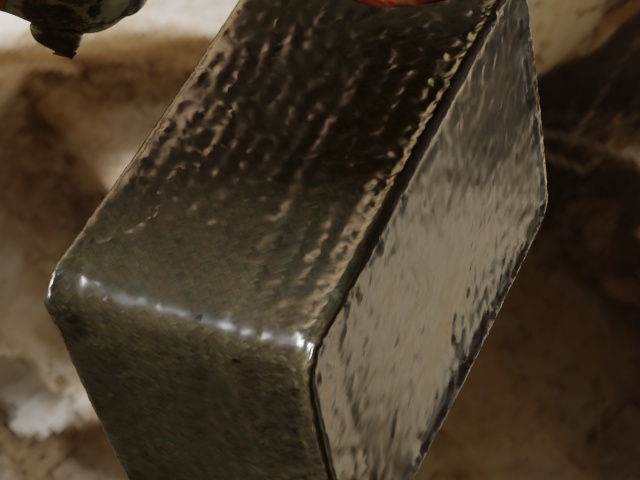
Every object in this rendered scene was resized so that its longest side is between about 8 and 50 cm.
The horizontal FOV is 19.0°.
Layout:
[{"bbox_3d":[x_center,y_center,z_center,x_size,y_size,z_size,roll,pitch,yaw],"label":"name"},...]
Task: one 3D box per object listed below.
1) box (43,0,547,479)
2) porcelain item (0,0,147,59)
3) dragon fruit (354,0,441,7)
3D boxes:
[{"bbox_3d":[0.002,0.000,0.980,0.143,0.273,0.184,14,144,24],"label":"box"},{"bbox_3d":[-0.285,-0.280,1.681,0.288,0.186,0.138,9,155,-10],"label":"porcelain item"},{"bbox_3d":[0.053,-0.295,0.756,0.249,0.386,0.371,34,-165,-29],"label":"dragon fruit"}]
